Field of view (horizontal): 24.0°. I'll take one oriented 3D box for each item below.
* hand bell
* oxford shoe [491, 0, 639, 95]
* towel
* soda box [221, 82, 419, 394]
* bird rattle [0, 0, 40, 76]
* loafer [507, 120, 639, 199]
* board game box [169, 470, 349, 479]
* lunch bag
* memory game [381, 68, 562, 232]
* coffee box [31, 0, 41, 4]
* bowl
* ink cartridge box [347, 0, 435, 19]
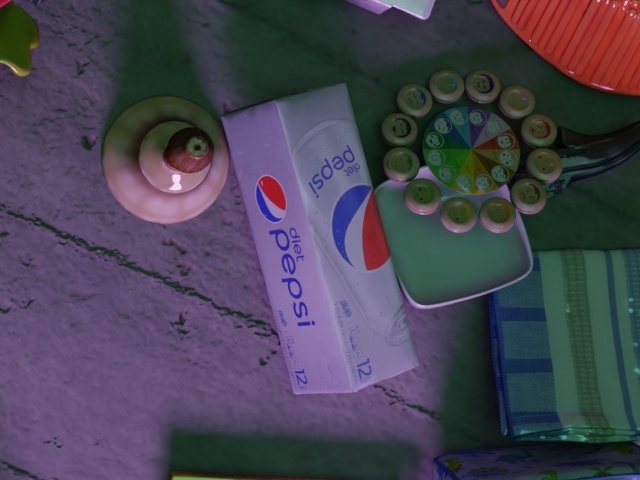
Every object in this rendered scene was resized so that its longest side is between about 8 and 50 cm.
[{"bbox_3d":[-0.124,-0.077,1.355,0.126,0.242,0.126,0,91,-13],"label":"hand bell"},{"bbox_3d":[0.346,-0.225,1.536,0.363,0.130,0.133,22,54,-5],"label":"oxford shoe"},{"bbox_3d":[0.310,0.103,1.524,0.285,0.034,0.209,1,68,-11],"label":"towel"},{"bbox_3d":[0.000,0.000,1.445,0.091,0.098,0.286,-18,95,-37],"label":"soda box"},{"bbox_3d":[-0.351,-0.225,1.314,0.143,0.253,0.207,-37,74,-9],"label":"bird rattle"},{"bbox_3d":[0.258,-0.089,1.531,0.170,0.062,0.061,-26,92,-12],"label":"loafer"},{"bbox_3d":[-0.025,0.298,1.490,0.259,0.039,0.124,5,91,-10],"label":"board game box"},{"bbox_3d":[0.225,0.250,1.473,0.219,0.176,0.090,-4,97,-10],"label":"lunch bag"},{"bbox_3d":[0.150,-0.091,1.492,0.186,0.012,0.186,2,66,-5],"label":"memory game"},{"bbox_3d":[-0.307,-0.321,1.413,0.184,0.040,0.113,38,83,-10],"label":"coffee box"},{"bbox_3d":[0.127,-0.004,1.494,0.142,0.053,0.142,-16,76,-11],"label":"bowl"},{"bbox_3d":[0.034,-0.291,1.477,0.180,0.060,0.104,22,86,-12],"label":"ink cartridge box"}]
